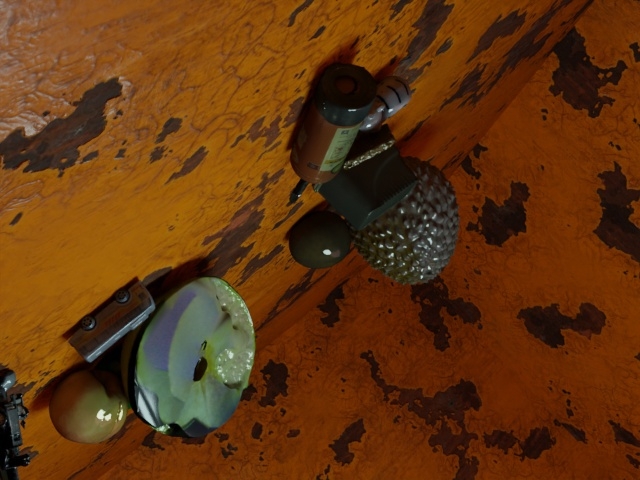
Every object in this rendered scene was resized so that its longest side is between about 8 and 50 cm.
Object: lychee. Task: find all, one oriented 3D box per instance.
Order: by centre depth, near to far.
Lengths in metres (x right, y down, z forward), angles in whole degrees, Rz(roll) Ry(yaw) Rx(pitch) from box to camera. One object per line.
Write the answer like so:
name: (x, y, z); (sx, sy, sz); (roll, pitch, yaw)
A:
lychee: (0.257, -0.065, 2.529); (0.380, 0.432, 0.380); (-8, 146, -6)

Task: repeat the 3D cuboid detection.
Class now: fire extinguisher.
fire extinguisher: (0.031, -0.227, 1.690); (0.200, 0.113, 0.376); (-38, 169, -29)

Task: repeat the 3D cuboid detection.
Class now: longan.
longan: (0.000, 0.000, 2.383); (0.189, 0.189, 0.189); (-41, 170, -9)

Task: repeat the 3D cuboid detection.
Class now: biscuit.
biscuit: (0.102, -0.225, 1.855); (0.131, 0.026, 0.237); (-25, -161, 7)

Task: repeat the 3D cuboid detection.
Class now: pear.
pear: (-0.339, 0.268, 1.930); (0.398, 0.165, 0.399); (-15, 109, -50)

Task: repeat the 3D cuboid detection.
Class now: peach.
peach: (-0.541, 0.388, 1.887); (0.184, 0.184, 0.184); (-41, 170, -9)

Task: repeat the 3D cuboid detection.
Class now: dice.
dice: (-0.485, 0.342, 2.027); (0.120, 0.131, 0.128); (-43, 171, 14)

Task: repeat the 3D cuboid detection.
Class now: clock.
clock: (0.132, -0.299, 1.797); (0.176, 0.080, 0.117); (-42, -170, -7)

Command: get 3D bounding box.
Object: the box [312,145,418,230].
box: (0.131, -0.160, 2.180); (0.274, 0.178, 0.138); (-35, 168, -36)

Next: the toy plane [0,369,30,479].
toy plane: (-0.579, 0.366, 1.493); (0.078, 0.247, 0.169); (-24, 172, 9)

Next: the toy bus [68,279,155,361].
toy bus: (-0.427, 0.166, 1.668); (0.190, 0.075, 0.064); (-39, 169, -15)
